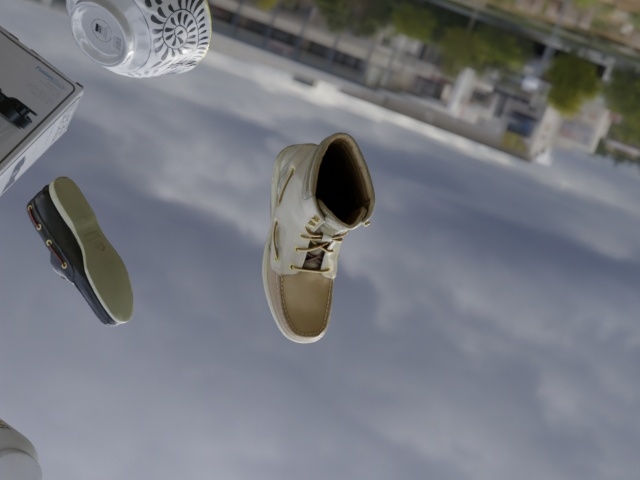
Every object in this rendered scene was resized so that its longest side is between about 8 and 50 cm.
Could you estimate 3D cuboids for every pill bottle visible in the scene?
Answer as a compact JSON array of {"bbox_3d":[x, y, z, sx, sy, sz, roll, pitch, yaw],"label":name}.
[{"bbox_3d":[-0.405,0.272,1.758,0.103,0.103,0.184,15,179,-32],"label":"pill bottle"}]

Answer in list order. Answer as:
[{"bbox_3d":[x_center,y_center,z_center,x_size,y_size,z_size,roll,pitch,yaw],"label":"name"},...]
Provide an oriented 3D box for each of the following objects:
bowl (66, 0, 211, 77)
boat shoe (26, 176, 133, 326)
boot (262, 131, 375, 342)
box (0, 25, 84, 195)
[{"bbox_3d":[-0.202,-0.226,1.461,0.170,0.170,0.080,24,-135,22],"label":"bowl"},{"bbox_3d":[-0.195,0.014,1.173,0.133,0.042,0.049,60,-155,10],"label":"boat shoe"},{"bbox_3d":[0.000,0.000,1.809,0.095,0.262,0.203,3,177,-18],"label":"boot"},{"bbox_3d":[-0.400,-0.102,1.495,0.169,0.087,0.290,36,-128,0],"label":"box"}]
